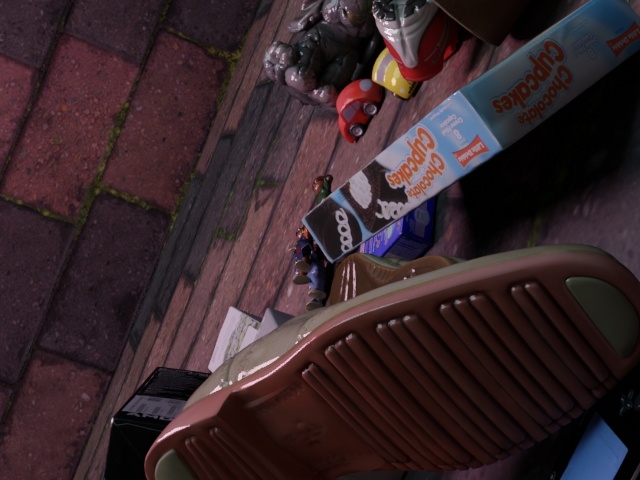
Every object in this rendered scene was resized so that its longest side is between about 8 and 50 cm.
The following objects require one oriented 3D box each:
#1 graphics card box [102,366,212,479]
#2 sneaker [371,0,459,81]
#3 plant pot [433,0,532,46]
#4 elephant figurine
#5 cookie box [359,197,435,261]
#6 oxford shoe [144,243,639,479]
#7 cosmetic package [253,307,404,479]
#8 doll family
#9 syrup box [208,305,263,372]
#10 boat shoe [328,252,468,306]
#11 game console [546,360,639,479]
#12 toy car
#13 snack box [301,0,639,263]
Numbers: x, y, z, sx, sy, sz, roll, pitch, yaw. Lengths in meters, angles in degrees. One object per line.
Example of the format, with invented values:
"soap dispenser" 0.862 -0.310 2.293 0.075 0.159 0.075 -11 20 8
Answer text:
"graphics card box" -0.175 0.278 1.124 0.371 0.094 0.233 -160 79 -86
"sneaker" 0.124 -0.275 1.244 0.107 0.118 0.279 -8 31 23
"plant pot" 0.180 -0.350 1.010 0.230 0.215 0.215 -46 23 21
"elephant figurine" 0.033 -0.320 1.550 0.186 0.169 0.239 26 90 40
"cookie box" 0.082 -0.009 1.127 0.107 0.040 0.092 -50 24 48
"oxford shoe" 0.040 0.079 0.717 0.397 0.140 0.146 -24 23 32
"cosmetic package" 0.002 0.159 1.016 0.238 0.127 0.107 -119 51 -72
"doll family" 0.000 0.000 1.341 0.111 0.076 0.193 -96 28 -51
"syrup box" -0.069 0.154 1.318 0.093 0.096 0.237 -69 15 -3
"boat shoe" 0.088 0.065 0.912 0.302 0.098 0.109 165 112 -69
"game console" 0.124 0.233 0.652 0.361 0.044 0.213 -65 16 9
"toy car" 0.090 -0.270 1.431 0.239 0.053 0.225 -30 41 66
"snack box" 0.120 -0.089 0.899 0.187 0.060 0.322 -36 0 -27
